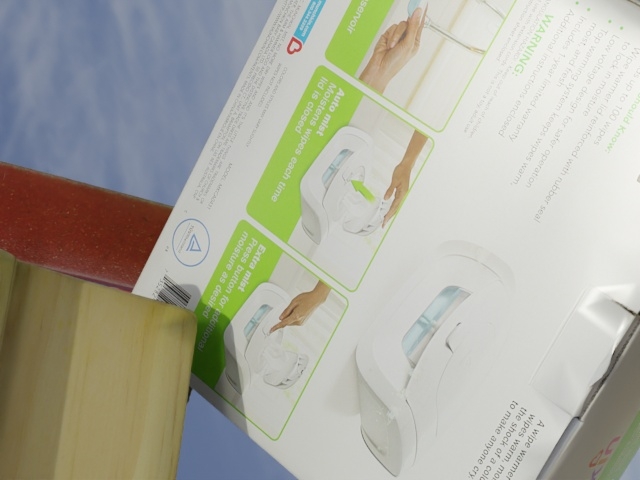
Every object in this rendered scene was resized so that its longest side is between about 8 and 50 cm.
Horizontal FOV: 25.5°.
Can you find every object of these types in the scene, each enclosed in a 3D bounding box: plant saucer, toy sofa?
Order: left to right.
[{"bbox_3d":[-0.223,0.115,0.721,0.177,0.362,0.150,18,-113,-26],"label":"toy sofa"},{"bbox_3d":[-0.209,-0.006,0.793,0.259,0.258,0.048,16,-101,-33],"label":"plant saucer"}]

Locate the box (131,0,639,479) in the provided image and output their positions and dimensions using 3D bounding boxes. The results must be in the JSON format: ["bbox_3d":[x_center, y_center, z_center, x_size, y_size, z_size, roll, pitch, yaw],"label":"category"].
[{"bbox_3d":[0.066,-0.007,0.658,0.231,0.262,0.127,35,-163,27],"label":"box"}]

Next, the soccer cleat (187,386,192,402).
[{"bbox_3d":[0.000,0.000,0.890,0.116,0.331,0.143,51,-149,-50],"label":"soccer cleat"}]
